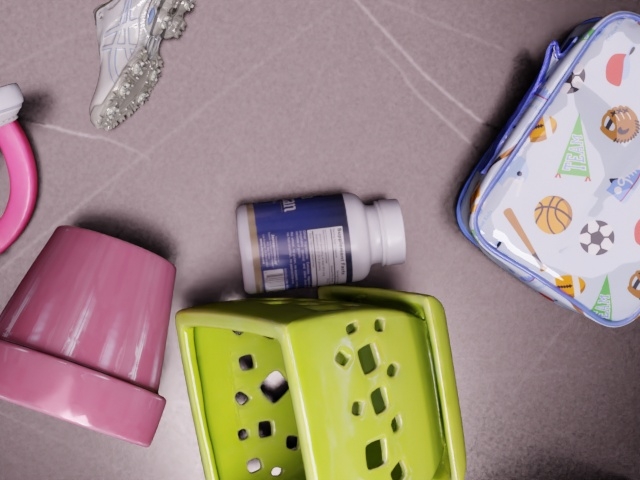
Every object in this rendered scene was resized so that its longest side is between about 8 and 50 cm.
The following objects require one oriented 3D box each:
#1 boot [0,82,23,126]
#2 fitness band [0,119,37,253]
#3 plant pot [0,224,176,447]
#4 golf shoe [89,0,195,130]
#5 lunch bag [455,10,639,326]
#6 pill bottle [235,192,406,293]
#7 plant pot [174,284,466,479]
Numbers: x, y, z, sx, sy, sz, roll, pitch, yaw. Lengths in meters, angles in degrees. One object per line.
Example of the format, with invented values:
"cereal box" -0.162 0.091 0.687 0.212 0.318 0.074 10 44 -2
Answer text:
"boot" -0.388 -0.054 1.099 0.258 0.095 0.123 -23 101 6
"fitness band" -0.437 -0.050 1.156 0.290 0.054 0.209 -19 97 -3
"plant pot" -0.234 0.090 1.126 0.201 0.201 0.180 19 79 -6
"golf shoe" -0.203 -0.201 1.162 0.086 0.069 0.176 29 90 13
"lunch bag" 0.297 -0.082 1.180 0.243 0.115 0.303 33 94 -5
"pill bottle" 0.000 0.000 1.173 0.169 0.094 0.094 -7 97 -4
"plant pot" 0.011 0.158 1.115 0.207 0.227 0.228 -13 98 -33
